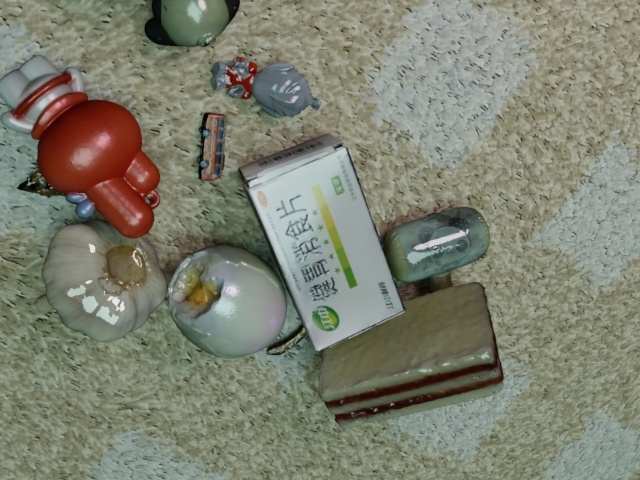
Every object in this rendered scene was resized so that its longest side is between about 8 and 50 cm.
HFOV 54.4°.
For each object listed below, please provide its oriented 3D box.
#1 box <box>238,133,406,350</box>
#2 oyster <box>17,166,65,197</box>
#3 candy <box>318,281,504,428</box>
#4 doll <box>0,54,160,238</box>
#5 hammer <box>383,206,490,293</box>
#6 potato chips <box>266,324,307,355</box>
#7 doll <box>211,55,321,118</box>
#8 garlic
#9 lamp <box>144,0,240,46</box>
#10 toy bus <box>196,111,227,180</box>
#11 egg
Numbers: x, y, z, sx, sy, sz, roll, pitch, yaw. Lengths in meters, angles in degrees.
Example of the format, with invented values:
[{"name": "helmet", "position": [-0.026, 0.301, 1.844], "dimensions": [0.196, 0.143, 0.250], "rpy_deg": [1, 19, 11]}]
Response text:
[{"name": "box", "position": [0.000, -0.002, 1.059], "dimensions": [0.173, 0.145, 0.333], "rpy_deg": [-24, 111, -8]}, {"name": "oyster", "position": [-0.396, -0.094, 0.977], "dimensions": [0.132, 0.029, 0.086], "rpy_deg": [-37, 115, -7]}, {"name": "candy", "position": [0.162, 0.209, 1.128], "dimensions": [0.320, 0.180, 0.135], "rpy_deg": [-17, 130, 14]}, {"name": "doll", "position": [-0.338, -0.134, 0.915], "dimensions": [0.290, 0.130, 0.161], "rpy_deg": [49, 62, -11]}, {"name": "hammer", "position": [0.231, 0.088, 1.211], "dimensions": [0.201, 0.113, 0.306], "rpy_deg": [-16, 123, -7]}, {"name": "potato chips", "position": [-0.020, 0.150, 1.190], "dimensions": [0.204, 0.026, 0.037], "rpy_deg": [-44, 110, 2]}, {"name": "doll", "position": [-0.085, -0.245, 0.994], "dimensions": [0.180, 0.079, 0.094], "rpy_deg": [14, 121, -8]}, {"name": "garlic", "position": [-0.375, 0.083, 1.000], "dimensions": [0.225, 0.199, 0.199], "rpy_deg": [-26, 121, 30]}, {"name": "lamp", "position": [-0.206, -0.392, 0.849], "dimensions": [0.197, 0.198, 0.244], "rpy_deg": [-26, 139, -6]}, {"name": "toy bus", "position": [-0.178, -0.153, 1.022], "dimensions": [0.043, 0.031, 0.110], "rpy_deg": [0, 110, -24]}, {"name": "egg", "position": [-0.143, 0.107, 1.050], "dimensions": [0.183, 0.183, 0.217], "rpy_deg": [-54, 141, 8]}]
